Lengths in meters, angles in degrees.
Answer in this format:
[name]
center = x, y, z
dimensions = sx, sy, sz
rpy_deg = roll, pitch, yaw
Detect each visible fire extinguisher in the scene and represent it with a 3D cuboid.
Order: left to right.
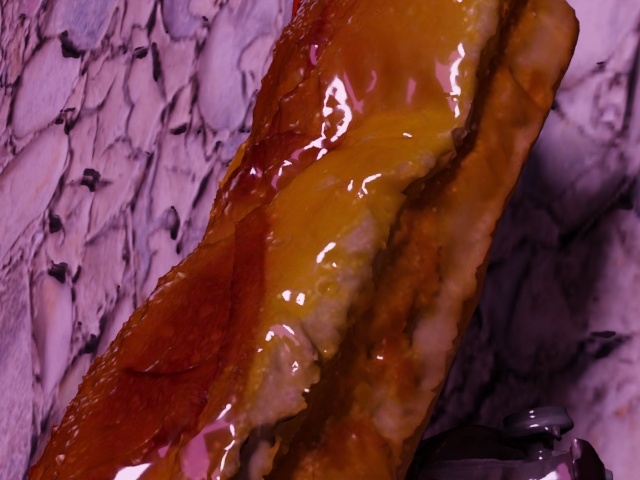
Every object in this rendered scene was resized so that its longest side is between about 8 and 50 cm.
[fire extinguisher]
center = 0.037, 0.126, 0.549
dimensions = 0.252, 0.106, 0.075
rpy_deg = -30, 83, 46

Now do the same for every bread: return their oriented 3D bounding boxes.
[bread]
center = 0.000, 0.000, 0.522
dimensions = 0.380, 0.109, 0.185
rpy_deg = -64, 11, -22

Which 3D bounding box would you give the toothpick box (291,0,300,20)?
[toothpick box]
center = 0.002, -0.108, 0.724
dimensions = 0.047, 0.047, 0.083
rpy_deg = -4, 77, 54
